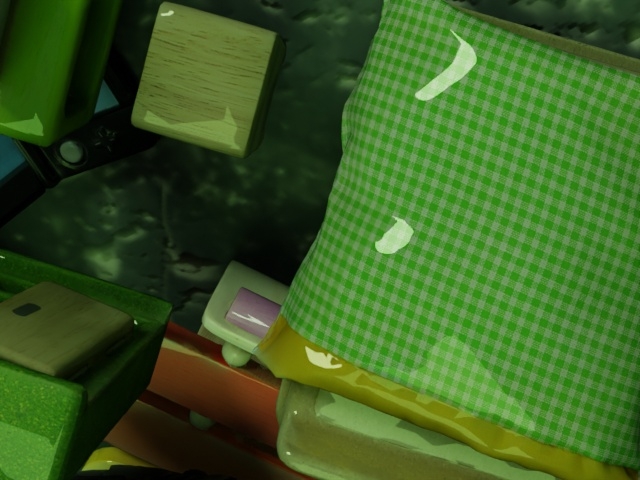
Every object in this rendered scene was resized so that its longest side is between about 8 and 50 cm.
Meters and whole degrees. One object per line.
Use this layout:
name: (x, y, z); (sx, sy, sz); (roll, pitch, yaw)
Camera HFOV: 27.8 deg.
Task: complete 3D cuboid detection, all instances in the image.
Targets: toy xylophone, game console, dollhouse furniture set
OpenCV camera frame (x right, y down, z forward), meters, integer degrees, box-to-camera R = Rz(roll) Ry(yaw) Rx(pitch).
toy xylophone: (-0.017, 0.146, 0.688); (0.236, 0.081, 0.322); (20, 130, 3)
game console: (-0.151, -0.064, 0.579); (0.107, 0.071, 0.122); (-15, 120, 28)
dollhouse furniture set: (0.000, 0.000, 0.474); (0.302, 0.151, 0.197); (17, 98, 5)

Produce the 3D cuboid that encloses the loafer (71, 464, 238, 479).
loafer: (-0.028, 0.140, 0.582); (0.303, 0.109, 0.095); (14, 110, 0)
